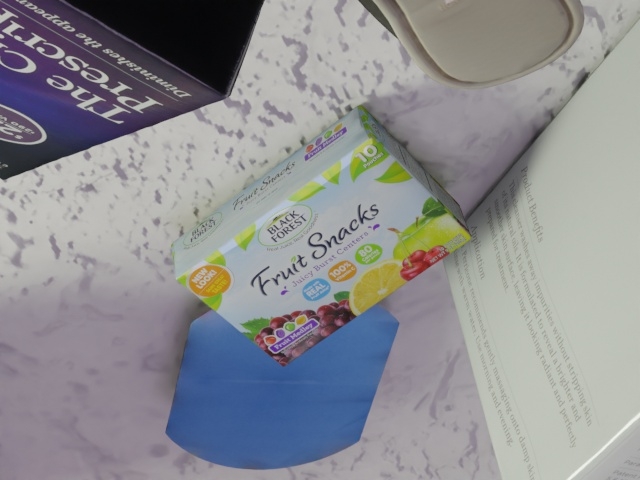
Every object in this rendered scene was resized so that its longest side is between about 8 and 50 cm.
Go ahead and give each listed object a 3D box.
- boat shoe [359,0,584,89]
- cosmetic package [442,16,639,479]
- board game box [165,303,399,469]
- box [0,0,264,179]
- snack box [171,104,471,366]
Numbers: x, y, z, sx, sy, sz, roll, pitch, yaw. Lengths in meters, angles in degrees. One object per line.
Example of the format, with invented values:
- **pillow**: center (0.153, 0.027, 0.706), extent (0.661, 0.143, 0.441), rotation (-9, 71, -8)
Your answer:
- **boat shoe**: center (0.024, -0.169, 0.634), extent (0.112, 0.095, 0.335), rotation (-24, 153, 11)
- **cosmetic package**: center (0.241, -0.020, 0.832), extent (0.156, 0.217, 0.385), rotation (15, 135, -28)
- **board game box**: center (-0.029, 0.080, 1.018), extent (0.133, 0.033, 0.168), rotation (2, 130, -16)
- **box**: center (-0.165, -0.131, 0.536), extent (0.261, 0.103, 0.184), rotation (29, 160, -28)
- **snack box**: center (0.000, 0.000, 0.907), extent (0.141, 0.037, 0.100), rotation (-36, 125, 17)
